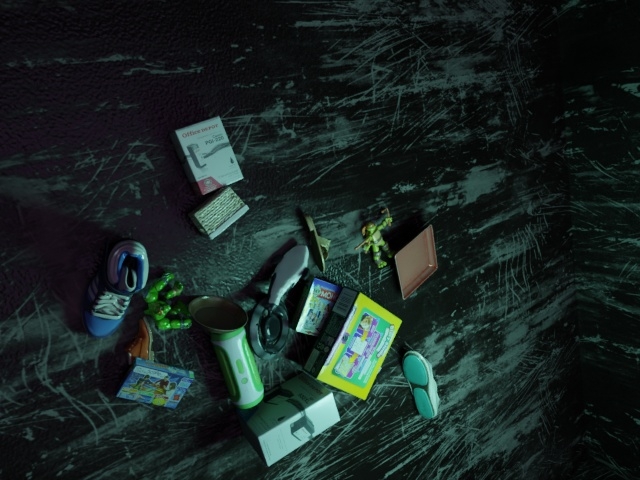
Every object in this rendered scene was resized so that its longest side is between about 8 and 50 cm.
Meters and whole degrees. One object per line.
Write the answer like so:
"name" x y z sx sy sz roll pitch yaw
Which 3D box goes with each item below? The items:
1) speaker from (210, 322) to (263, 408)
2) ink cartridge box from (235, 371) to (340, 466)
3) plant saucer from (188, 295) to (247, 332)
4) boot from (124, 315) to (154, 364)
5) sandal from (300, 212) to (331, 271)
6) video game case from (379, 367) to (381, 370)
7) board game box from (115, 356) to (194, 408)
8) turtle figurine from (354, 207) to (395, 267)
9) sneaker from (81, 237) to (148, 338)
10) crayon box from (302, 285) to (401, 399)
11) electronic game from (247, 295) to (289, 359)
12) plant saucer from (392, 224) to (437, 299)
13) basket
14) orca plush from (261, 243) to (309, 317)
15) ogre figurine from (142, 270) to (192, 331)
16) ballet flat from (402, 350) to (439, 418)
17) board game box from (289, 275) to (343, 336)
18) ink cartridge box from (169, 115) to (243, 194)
"speaker" -0.291 0.434 1.486 0.131 0.131 0.296 -21 106 -27
"ink cartridge box" -0.121 0.642 1.558 0.307 0.223 0.129 -21 105 -28
"plant saucer" -0.344 0.253 1.410 0.199 0.198 0.036 9 112 -31
"boot" -0.579 0.322 1.347 0.085 0.059 0.157 -3 98 -26
"sandal" 0.003 0.000 1.641 0.079 0.088 0.240 -24 102 -21
"video game case" 0.210 0.588 1.875 0.122 0.011 0.087 -46 116 -18
"board game box" -0.535 0.466 1.374 0.201 0.035 0.136 29 100 -31
"turtle figurine" 0.227 0.006 1.775 0.269 0.087 0.217 -51 128 -34
"sneaker" -0.592 0.149 1.213 0.130 0.236 0.322 20 85 -31
"crayon box" 0.138 0.415 1.700 0.313 0.106 0.363 37 76 -38
"electronic game" -0.185 0.318 1.543 0.229 0.048 0.229 9 79 -57
"plant saucer" 0.417 0.091 1.888 0.258 0.048 0.259 -37 128 -27
"basket" -0.344 -0.095 1.411 0.167 0.113 0.103 -42 111 -20
"orca plush" -0.115 0.154 1.576 0.102 0.151 0.287 81 17 -58
"ogre figurine" -0.498 0.211 1.366 0.118 0.097 0.197 -29 126 -44
"ballet flat" 0.482 0.652 1.993 0.139 0.139 0.400 -29 113 -25
"board game box" 0.041 0.285 1.696 0.317 0.046 0.213 23 84 -39
"ink cartridge box" -0.372 -0.277 1.384 0.159 0.092 0.217 -28 107 -26
